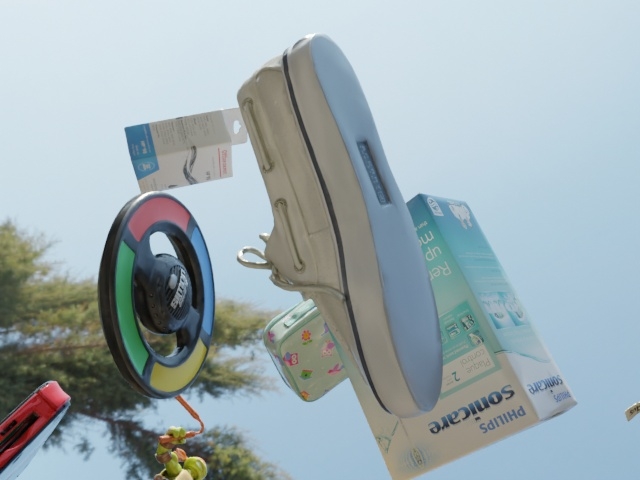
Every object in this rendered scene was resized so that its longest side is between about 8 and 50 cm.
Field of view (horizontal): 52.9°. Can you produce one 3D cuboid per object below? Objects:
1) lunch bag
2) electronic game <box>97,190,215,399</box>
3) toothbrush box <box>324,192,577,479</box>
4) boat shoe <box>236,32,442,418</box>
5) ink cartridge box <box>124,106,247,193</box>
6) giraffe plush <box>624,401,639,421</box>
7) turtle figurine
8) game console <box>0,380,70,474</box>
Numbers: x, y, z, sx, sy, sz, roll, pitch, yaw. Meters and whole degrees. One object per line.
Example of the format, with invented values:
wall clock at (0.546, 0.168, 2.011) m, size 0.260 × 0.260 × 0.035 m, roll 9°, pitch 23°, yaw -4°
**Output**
lunch bag at (0.012, 0.227, 1.545) m, size 0.108 × 0.279 × 0.224 m, roll 20°, pitch -39°, yaw 58°
electronic game at (-0.173, 0.059, 0.715) m, size 0.048 × 0.229 × 0.229 m, roll -5°, pitch -91°, yaw 16°
toothbrush box at (0.142, 0.122, 0.817) m, size 0.216 × 0.126 × 0.295 m, roll -37°, pitch -114°, yaw 33°
boat shoe at (-0.005, 0.000, 0.625) m, size 0.156 × 0.136 × 0.367 m, roll -20°, pitch -92°, yaw 30°
ink cartridge box at (-0.189, -0.134, 0.956) m, size 0.104 × 0.180 × 0.060 m, roll 104°, pitch -29°, yaw -65°
giraffe plush at (0.552, 0.216, 0.863) m, size 0.210 × 0.181 × 0.170 m, roll -44°, pitch -153°, yaw -3°
turtle figurine at (-0.236, 0.388, 0.985) m, size 0.087 × 0.217 × 0.269 m, roll -6°, pitch -73°, yaw 24°
game console at (-0.577, 0.420, 1.026) m, size 0.060 × 0.386 × 0.342 m, roll 41°, pitch -56°, yaw -2°
